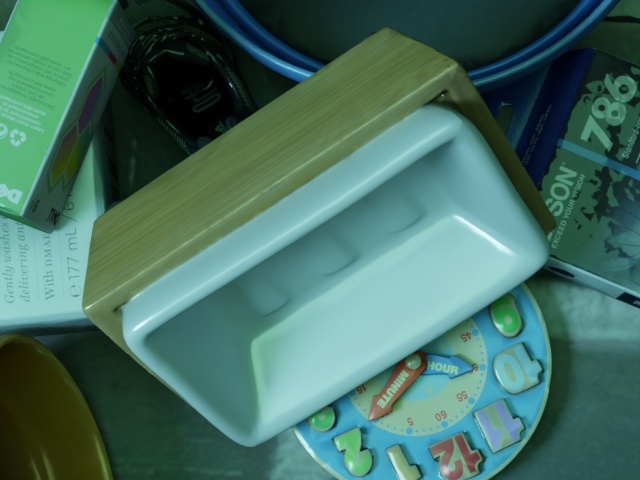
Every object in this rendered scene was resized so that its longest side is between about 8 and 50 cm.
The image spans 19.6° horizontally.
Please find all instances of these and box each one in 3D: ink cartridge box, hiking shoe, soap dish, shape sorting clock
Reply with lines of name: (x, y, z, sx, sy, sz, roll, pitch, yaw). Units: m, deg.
ink cartridge box: (-0.193, -0.065, 1.218, 0.062, 0.109, 0.209, 22, 85, 4)
hiking shoe: (-0.100, -0.128, 1.358, 0.086, 0.114, 0.227, -36, 61, -6)
ink cartridge box: (0.260, -0.030, 1.385, 0.333, 0.065, 0.165, 21, 83, 5)
soap dish: (0.000, 0.000, 1.281, 0.291, 0.229, 0.118, -33, 54, 5)
shape sorting clock: (0.069, 0.091, 1.381, 0.206, 0.040, 0.206, 0, 82, 0)

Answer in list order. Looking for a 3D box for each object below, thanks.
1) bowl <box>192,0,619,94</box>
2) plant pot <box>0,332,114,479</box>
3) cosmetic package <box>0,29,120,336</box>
bowl: (0.068, -0.283, 1.395, 0.391, 0.077, 0.391, -1, 76, 6)
plant pot: (-0.270, 0.188, 1.306, 0.188, 0.205, 0.205, -18, 82, 14)
cosmetic package: (-0.341, -0.025, 1.346, 0.385, 0.156, 0.217, -7, 84, -1)
